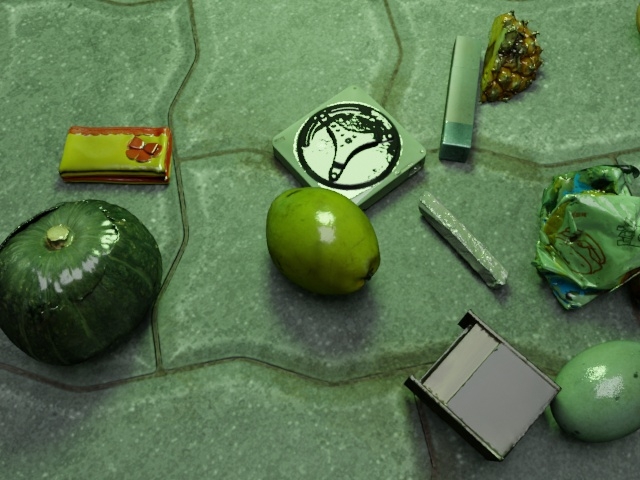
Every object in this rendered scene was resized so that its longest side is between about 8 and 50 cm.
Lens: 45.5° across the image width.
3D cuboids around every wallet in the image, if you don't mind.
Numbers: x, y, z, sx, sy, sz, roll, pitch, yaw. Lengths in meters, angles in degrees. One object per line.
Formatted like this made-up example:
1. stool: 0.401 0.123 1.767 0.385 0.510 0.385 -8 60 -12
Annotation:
1. wallet: -0.457 -0.199 1.717 0.241 0.067 0.141 0 62 0

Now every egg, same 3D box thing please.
1. egg: 0.541 0.280 1.429 0.236 0.169 0.169 -24 66 -12

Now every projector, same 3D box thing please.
1. projector: 0.063 -0.203 1.713 0.257 0.079 0.259 -37 68 -15

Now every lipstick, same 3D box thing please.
1. lipstick: 0.329 -0.335 1.786 0.068 0.066 0.317 9 64 4

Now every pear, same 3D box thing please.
1. pear: 0.000 0.000 1.545 0.269 0.212 0.212 38 69 25

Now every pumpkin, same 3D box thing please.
1. pumpkin: -0.475 0.071 1.483 0.291 0.257 0.327 26 58 25

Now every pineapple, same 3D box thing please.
1. pineapple: 0.472 -0.453 1.798 0.140 0.164 0.249 16 61 -1

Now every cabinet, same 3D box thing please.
1. cabinet: 0.294 0.272 1.427 0.215 0.148 0.175 41 79 11

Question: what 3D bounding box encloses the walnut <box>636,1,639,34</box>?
1. walnut: 0.855 -0.531 1.836 0.165 0.165 0.197 -21 73 -10

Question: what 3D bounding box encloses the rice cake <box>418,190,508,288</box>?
1. rice cake: 0.301 -0.001 1.631 0.049 0.055 0.270 -31 67 -26

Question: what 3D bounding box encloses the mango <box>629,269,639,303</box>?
1. mango: 0.797 0.041 1.562 0.329 0.175 0.176 -12 39 15

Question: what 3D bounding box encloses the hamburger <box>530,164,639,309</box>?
1. hamburger: 0.537 -0.018 1.541 0.260 0.150 0.276 -26 77 33
